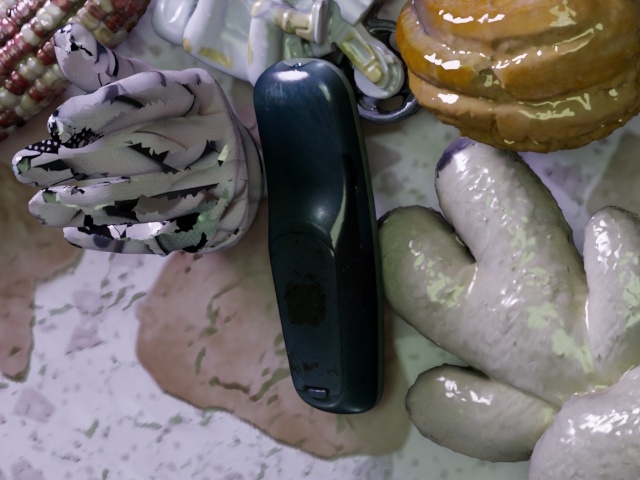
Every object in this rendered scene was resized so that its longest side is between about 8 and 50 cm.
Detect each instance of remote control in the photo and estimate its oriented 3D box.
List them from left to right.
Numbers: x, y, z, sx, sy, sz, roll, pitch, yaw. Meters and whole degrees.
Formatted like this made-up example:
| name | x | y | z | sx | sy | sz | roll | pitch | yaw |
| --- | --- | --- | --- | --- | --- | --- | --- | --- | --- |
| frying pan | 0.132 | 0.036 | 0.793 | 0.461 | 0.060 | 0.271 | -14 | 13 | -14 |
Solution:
| name | x | y | z | sx | sy | sz | roll | pitch | yaw |
| --- | --- | --- | --- | --- | --- | --- | --- | --- | --- |
| remote control | 0.000 | 0.000 | 1.183 | 0.072 | 0.042 | 0.222 | 3 | 106 | 40 |

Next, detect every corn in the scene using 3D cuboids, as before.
| name | x | y | z | sx | sy | sz | roll | pitch | yaw |
| --- | --- | --- | --- | --- | --- | --- | --- | --- | --- |
| corn | -0.209 | -0.107 | 1.244 | 0.237 | 0.079 | 0.079 | -38 | 81 | 9 |

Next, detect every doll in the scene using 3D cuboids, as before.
| name | x | y | z | sx | sy | sz | roll | pitch | yaw |
| --- | --- | --- | --- | --- | --- | --- | --- | --- | --- |
| doll | 0.148 | 0.063 | 1.156 | 0.149 | 0.175 | 0.278 | -26 | 70 | -29 |

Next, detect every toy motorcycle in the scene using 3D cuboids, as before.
| name | x | y | z | sx | sy | sz | roll | pitch | yaw |
| --- | --- | --- | --- | --- | --- | --- | --- | --- | --- |
| toy motorcycle | -0.032 | -0.152 | 1.211 | 0.151 | 0.074 | 0.228 | -32 | 91 | 17 |

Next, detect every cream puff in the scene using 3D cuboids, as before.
| name | x | y | z | sx | sy | sz | roll | pitch | yaw |
| --- | --- | --- | --- | --- | --- | --- | --- | --- | --- |
| cream puff | 0.132 | -0.121 | 1.133 | 0.189 | 0.189 | 0.129 | -22 | 121 | 9 |

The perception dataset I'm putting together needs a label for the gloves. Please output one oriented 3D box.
| name | x | y | z | sx | sy | sz | roll | pitch | yaw |
| --- | --- | --- | --- | --- | --- | --- | --- | --- | --- |
| gloves | -0.098 | -0.054 | 1.147 | 0.111 | 0.212 | 0.127 | 6 | 88 | 11 |
